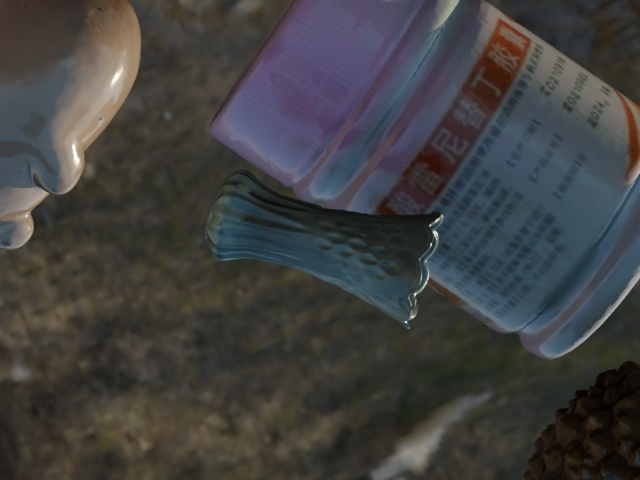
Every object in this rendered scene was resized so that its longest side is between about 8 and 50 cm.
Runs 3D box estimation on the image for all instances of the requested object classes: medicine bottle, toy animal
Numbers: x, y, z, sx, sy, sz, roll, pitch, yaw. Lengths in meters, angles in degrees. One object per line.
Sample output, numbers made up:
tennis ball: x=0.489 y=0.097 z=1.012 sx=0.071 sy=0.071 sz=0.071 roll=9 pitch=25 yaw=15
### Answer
medicine bottle: x=0.097 y=-0.075 z=1.406 sx=0.202 sy=0.316 sz=0.202 roll=-56 pitch=-175 yaw=8
toy animal: x=-0.212 y=-0.119 z=1.029 sx=0.221 sy=0.229 sz=0.210 roll=8 pitch=153 yaw=-32

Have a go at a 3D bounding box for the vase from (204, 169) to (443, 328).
vase: x=0.000 y=0.000 z=1.247 sx=0.149 sy=0.081 sz=0.081 roll=16 pitch=156 yaw=7

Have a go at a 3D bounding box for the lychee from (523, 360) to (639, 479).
lychee: x=0.259 y=0.206 z=1.314 sx=0.267 sy=0.267 sz=0.267 roll=-21 pitch=157 yaw=-9
